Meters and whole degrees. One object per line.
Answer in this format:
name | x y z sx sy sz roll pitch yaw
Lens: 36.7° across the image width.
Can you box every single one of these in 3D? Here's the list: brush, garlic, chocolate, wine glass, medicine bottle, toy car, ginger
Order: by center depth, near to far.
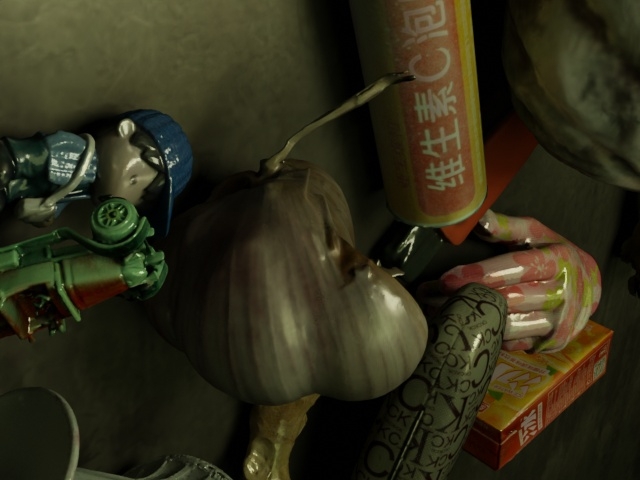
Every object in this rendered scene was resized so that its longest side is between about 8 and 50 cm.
toy car | -0.167 0.025 0.587 0.143 0.054 0.073 -15 143 -3
wine glass | -0.157 0.197 0.676 0.165 0.165 0.196 -51 135 -12
garlic | 0.000 0.000 0.720 0.207 0.207 0.256 30 91 -52
medicine bottle | 0.067 -0.192 0.721 0.108 0.108 0.426 -40 138 -24
chocolate | 0.285 -0.147 0.819 0.303 0.303 0.212 6 105 -49
ginger | -0.031 0.163 0.864 0.089 0.075 0.288 -12 117 -45
brush | 0.167 -0.092 0.941 0.323 0.051 0.070 -48 133 -11

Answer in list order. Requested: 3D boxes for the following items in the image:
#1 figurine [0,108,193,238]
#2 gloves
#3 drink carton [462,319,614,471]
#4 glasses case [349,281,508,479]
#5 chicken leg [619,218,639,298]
figurine | -0.148 -0.047 0.614 0.136 0.079 0.077 5 137 -28
gloves | 0.210 0.048 1.019 0.241 0.126 0.145 -4 118 -54
drink carton | 0.241 0.166 1.138 0.223 0.096 0.071 -30 133 -33
glasses case | 0.090 0.201 0.940 0.137 0.085 0.354 -33 146 -61
chicken leg | 0.450 -0.111 1.170 0.153 0.201 0.429 -7 128 -13
